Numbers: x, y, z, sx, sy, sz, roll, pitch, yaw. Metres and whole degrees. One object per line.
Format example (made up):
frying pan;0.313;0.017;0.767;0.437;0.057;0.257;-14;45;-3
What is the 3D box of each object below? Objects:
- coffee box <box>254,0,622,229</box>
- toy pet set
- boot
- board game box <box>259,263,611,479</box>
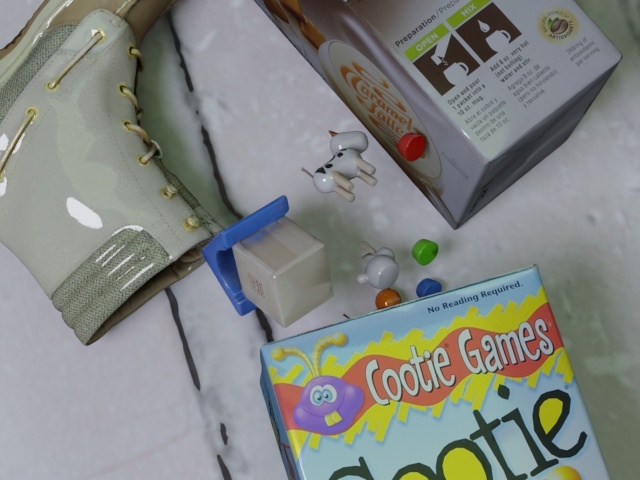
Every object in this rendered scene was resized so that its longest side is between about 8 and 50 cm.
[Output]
coffee box;0.038;-0.141;0.729;0.098;0.141;0.246;-38;81;-11
toy pet set;0.000;0.000;0.713;0.114;0.122;0.065;-32;45;-24
boot;-0.106;-0.063;0.739;0.213;0.077;0.165;-44;81;-6
board game box;0.075;0.173;0.650;0.142;0.144;0.275;-16;78;-6
